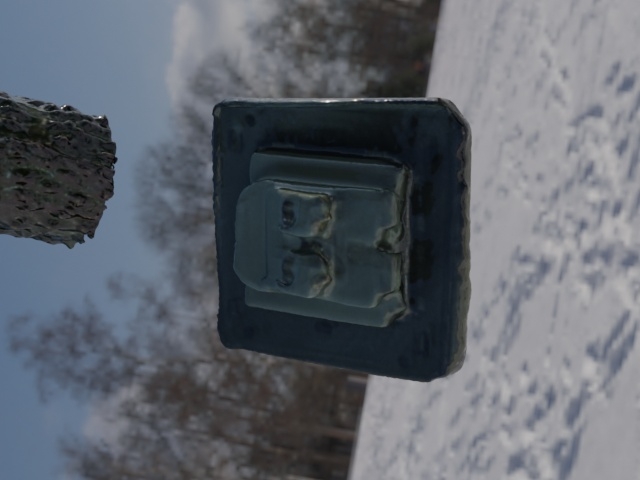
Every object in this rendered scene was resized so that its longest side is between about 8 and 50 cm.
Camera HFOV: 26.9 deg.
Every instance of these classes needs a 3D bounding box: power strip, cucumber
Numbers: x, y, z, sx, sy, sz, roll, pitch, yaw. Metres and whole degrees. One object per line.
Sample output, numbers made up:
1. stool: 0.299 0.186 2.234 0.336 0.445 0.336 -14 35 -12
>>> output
1. power strip: 0.000 0.000 0.938 0.064 0.213 0.198 -16 -73 -56
2. cucumber: -0.296 -0.063 0.763 0.096 0.359 0.096 -20 66 51
